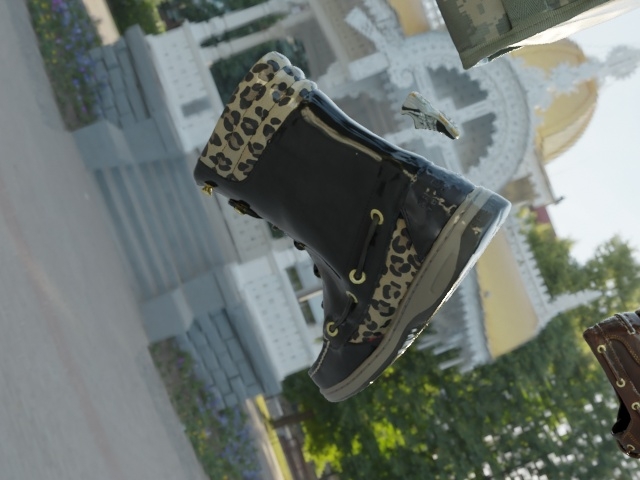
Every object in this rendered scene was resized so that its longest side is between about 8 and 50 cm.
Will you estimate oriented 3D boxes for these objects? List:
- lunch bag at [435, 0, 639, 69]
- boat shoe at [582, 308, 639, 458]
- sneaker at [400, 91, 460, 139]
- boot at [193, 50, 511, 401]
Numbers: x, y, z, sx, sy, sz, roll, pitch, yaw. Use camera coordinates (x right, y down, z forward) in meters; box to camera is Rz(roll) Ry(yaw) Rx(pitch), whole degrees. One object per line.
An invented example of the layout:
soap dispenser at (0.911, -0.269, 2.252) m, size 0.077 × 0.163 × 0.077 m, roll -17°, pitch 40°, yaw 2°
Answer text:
lunch bag at (0.199, -0.282, 0.610) m, size 0.235 × 0.287 × 0.169 m, roll 67°, pitch 20°, yaw -5°
boat shoe at (0.303, 0.165, 0.797) m, size 0.073 × 0.073 × 0.206 m, roll -121°, pitch -170°, yaw -87°
sneaker at (0.139, -0.152, 1.093) m, size 0.083 × 0.037 × 0.032 m, roll 40°, pitch 22°, yaw 4°
boot at (0.000, 0.000, 0.919) m, size 0.284 × 0.138 × 0.377 m, roll 38°, pitch -36°, yaw 6°
